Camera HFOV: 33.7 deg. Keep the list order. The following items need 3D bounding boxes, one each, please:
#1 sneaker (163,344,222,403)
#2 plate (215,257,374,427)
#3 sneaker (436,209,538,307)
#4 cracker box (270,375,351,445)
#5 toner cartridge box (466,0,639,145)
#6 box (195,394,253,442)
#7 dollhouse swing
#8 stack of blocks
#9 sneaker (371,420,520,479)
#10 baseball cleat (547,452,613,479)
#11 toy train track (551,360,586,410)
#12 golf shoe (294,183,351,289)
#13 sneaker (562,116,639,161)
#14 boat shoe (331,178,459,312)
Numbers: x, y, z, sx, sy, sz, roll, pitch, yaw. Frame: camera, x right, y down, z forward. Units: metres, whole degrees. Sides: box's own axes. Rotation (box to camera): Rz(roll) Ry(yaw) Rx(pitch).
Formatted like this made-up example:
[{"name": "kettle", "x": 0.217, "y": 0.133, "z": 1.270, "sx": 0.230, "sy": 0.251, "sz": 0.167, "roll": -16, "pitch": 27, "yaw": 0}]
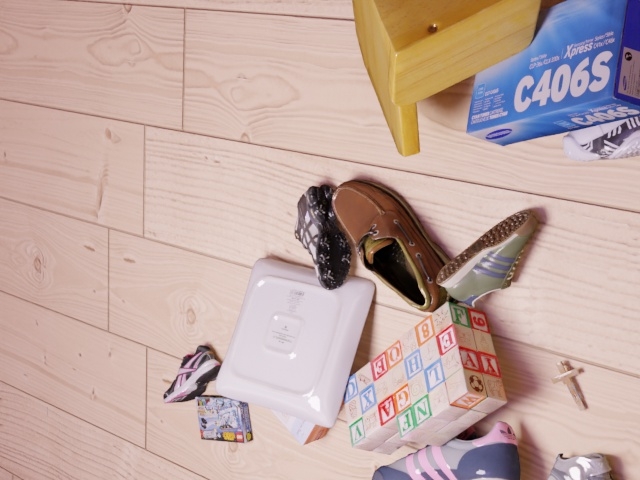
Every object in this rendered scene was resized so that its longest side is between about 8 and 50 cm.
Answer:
[{"name": "sneaker", "x": -0.273, "y": 0.283, "z": 2.246, "sx": 0.178, "sy": 0.072, "sz": 0.077, "roll": -39, "pitch": 60, "yaw": 30}, {"name": "plate", "x": -0.059, "y": 0.177, "z": 1.950, "sx": 0.277, "sy": 0.045, "sz": 0.278, "roll": 11, "pitch": 78, "yaw": 34}, {"name": "sneaker", "x": 0.286, "y": 0.036, "z": 1.706, "sx": 0.192, "sy": 0.064, "sz": 0.086, "roll": -39, "pitch": 110, "yaw": 20}, {"name": "cracker box", "x": -0.055, "y": 0.256, "z": 2.037, "sx": 0.232, "sy": 0.067, "sz": 0.155, "roll": 45, "pitch": 123, "yaw": 27}, {"name": "toner cartridge box", "x": 0.335, "y": -0.238, "z": 1.473, "sx": 0.348, "sy": 0.075, "sz": 0.165, "roll": -7, "pitch": 69, "yaw": 66}, {"name": "box", "x": -0.203, "y": 0.373, "z": 2.216, "sx": 0.137, "sy": 0.027, "sz": 0.094, "roll": -5, "pitch": 94, "yaw": 42}, {"name": "dollhouse swing", "x": 0.188, "y": -0.355, "z": 1.633, "sx": 0.315, "sy": 0.305, "sz": 0.347, "roll": -25, "pitch": 55, "yaw": 10}, {"name": "stack of blocks", "x": 0.166, "y": 0.256, "z": 1.784, "sx": 0.297, "sy": 0.087, "sz": 0.171, "roll": -43, "pitch": 42, "yaw": 38}, {"name": "sneaker", "x": 0.217, "y": 0.380, "z": 1.819, "sx": 0.319, "sy": 0.112, "sz": 0.131, "roll": -13, "pitch": 60, "yaw": 47}, {"name": "baseball cleat", "x": 0.444, "y": 0.395, "z": 1.624, "sx": 0.206, "sy": 0.072, "sz": 0.109, "roll": 23, "pitch": 106, "yaw": 32}, {"name": "toy train track", "x": 0.397, "y": 0.229, "z": 1.672, "sx": 0.048, "sy": 0.014, "sz": 0.083, "roll": -30, "pitch": 84, "yaw": 33}, {"name": "golf shoe", "x": 0.000, "y": 0.000, "z": 1.938, "sx": 0.094, "sy": 0.077, "sz": 0.198, "roll": -26, "pitch": 66, "yaw": 53}, {"name": "sneaker", "x": 0.482, "y": -0.241, "z": 1.432, "sx": 0.366, "sy": 0.137, "sz": 0.210, "roll": -18, "pitch": 84, "yaw": 37}, {"name": "boat shoe", "x": 0.115, "y": 0.001, "z": 1.813, "sx": 0.307, "sy": 0.104, "sz": 0.110, "roll": 43, "pitch": 123, "yaw": 27}]
